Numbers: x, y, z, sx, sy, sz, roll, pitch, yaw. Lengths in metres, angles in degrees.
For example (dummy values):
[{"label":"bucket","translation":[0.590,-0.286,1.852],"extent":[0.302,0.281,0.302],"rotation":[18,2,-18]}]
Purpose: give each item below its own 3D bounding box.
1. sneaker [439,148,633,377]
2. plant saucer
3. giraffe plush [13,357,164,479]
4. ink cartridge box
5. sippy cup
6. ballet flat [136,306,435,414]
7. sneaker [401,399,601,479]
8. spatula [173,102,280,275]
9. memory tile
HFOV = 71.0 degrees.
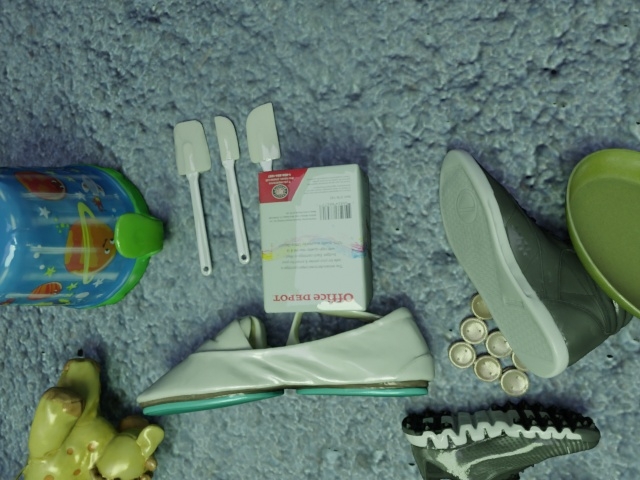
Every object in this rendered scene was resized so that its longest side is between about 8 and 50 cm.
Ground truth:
[{"label":"sneaker","translation":[0.261,0.005,0.559],"extent":[0.146,0.105,0.296],"rotation":[-14,66,-16]},{"label":"plant saucer","translation":[0.374,0.002,0.502],"extent":[0.240,0.037,0.241],"rotation":[6,60,-10]},{"label":"giraffe plush","translation":[-0.319,0.297,0.653],"extent":[0.170,0.210,0.182],"rotation":[16,127,-12]},{"label":"ink cartridge box","translation":[0.000,0.000,0.590],"extent":[0.128,0.127,0.177],"rotation":[-2,89,11]},{"label":"sippy cup","translation":[-0.400,-0.006,0.630],"extent":[0.305,0.224,0.240],"rotation":[-37,82,11]},{"label":"ballet flat","translation":[-0.051,0.160,0.617],"extent":[0.399,0.139,0.139],"rotation":[-7,89,8]},{"label":"sneaker","translation":[0.228,0.270,0.572],"extent":[0.234,0.078,0.106],"rotation":[-10,91,16]},{"label":"spatula","translation":[-0.134,-0.073,0.679],"extent":[0.168,0.019,0.242],"rotation":[-9,89,7]},{"label":"memory tile","translation":[0.246,0.121,0.597],"extent":[0.113,0.012,0.148],"rotation":[26,96,11]}]
